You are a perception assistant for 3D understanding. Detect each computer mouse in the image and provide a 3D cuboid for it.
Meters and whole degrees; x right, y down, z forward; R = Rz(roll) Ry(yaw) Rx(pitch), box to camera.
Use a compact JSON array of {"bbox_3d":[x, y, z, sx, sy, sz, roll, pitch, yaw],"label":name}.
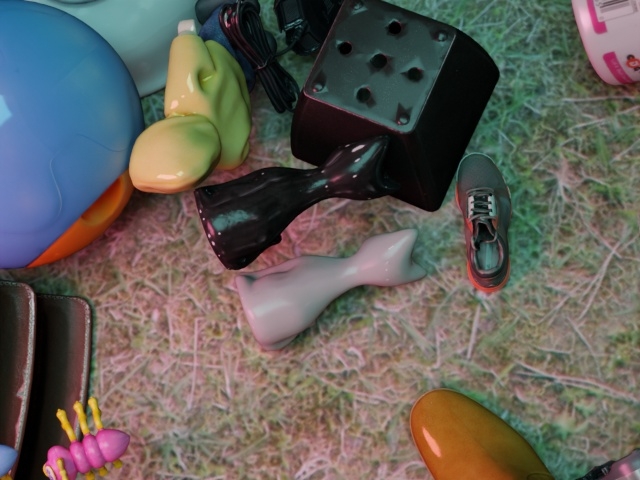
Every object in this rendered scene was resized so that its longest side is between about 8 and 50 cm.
[{"bbox_3d":[-0.038,-0.289,1.458,0.060,0.184,0.262,10,64,32],"label":"computer mouse"}]

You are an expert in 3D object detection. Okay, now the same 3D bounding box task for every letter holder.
[{"bbox_3d":[-0.379,0.188,1.419,0.215,0.152,0.301,5,77,8],"label":"letter holder"}]

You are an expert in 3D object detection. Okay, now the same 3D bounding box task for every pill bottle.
[{"bbox_3d":[0.417,-0.269,1.353,0.283,0.160,0.160,-11,74,29],"label":"pill bottle"}]

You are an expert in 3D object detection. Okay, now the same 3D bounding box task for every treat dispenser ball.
[{"bbox_3d":[-0.331,-0.112,1.394,0.288,0.288,0.288,-2,76,8],"label":"treat dispenser ball"}]

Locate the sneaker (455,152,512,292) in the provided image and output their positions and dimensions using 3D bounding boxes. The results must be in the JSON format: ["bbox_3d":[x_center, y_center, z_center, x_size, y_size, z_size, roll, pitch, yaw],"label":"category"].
[{"bbox_3d":[0.181,-0.026,1.425,0.061,0.065,0.157,-10,75,7],"label":"sneaker"}]

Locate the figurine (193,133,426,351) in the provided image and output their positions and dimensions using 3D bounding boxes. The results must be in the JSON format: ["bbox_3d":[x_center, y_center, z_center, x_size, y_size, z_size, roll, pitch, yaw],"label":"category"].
[{"bbox_3d":[0.000,0.000,1.393,0.210,0.214,0.092,-21,40,1],"label":"figurine"}]

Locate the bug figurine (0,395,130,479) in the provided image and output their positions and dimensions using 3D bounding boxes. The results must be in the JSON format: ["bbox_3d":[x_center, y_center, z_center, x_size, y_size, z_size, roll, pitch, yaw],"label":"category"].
[{"bbox_3d":[-0.271,0.292,1.346,0.216,0.072,0.279,-27,109,-11],"label":"bug figurine"}]

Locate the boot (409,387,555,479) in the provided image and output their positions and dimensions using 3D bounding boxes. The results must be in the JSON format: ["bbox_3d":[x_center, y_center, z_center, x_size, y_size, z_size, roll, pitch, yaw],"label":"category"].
[{"bbox_3d":[0.190,0.251,1.281,0.104,0.211,0.295,-39,74,-3],"label":"boot"}]

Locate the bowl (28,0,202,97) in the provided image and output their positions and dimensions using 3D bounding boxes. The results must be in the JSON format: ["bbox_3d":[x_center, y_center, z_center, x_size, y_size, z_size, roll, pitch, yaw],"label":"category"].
[{"bbox_3d":[-0.261,-0.319,1.532,0.298,0.134,0.297,-2,77,8],"label":"bowl"}]

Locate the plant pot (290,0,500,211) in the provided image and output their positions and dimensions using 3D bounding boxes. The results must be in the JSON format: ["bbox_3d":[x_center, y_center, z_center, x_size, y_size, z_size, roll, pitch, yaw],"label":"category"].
[{"bbox_3d":[0.072,-0.165,1.425,0.188,0.167,0.188,23,82,14],"label":"plant pot"}]

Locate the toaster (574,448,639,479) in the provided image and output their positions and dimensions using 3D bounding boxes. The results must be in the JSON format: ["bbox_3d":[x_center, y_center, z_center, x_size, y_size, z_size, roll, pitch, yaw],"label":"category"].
[{"bbox_3d":[0.369,0.252,1.279,0.227,0.129,0.146,-24,76,-20],"label":"toaster"}]

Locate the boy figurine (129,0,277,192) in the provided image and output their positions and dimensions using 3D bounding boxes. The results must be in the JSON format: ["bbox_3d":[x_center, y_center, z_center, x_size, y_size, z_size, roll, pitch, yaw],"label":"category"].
[{"bbox_3d":[-0.122,-0.145,1.424,0.092,0.177,0.285,-4,45,24],"label":"boy figurine"}]
